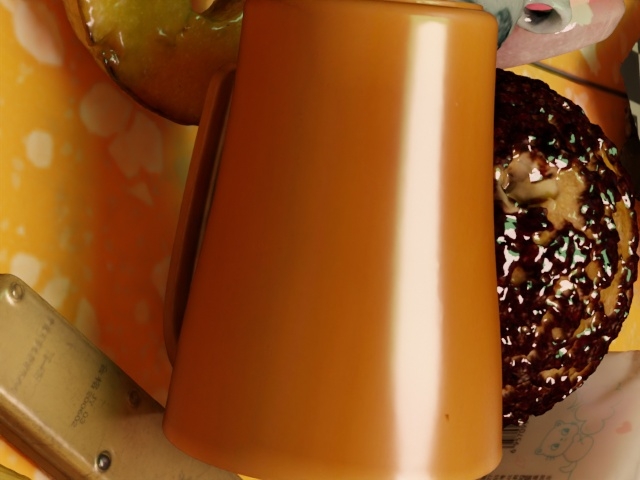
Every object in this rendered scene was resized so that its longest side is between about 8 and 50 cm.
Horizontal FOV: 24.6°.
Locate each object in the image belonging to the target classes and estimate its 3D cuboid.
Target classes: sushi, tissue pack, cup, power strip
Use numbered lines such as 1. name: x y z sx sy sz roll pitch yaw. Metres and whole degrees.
1. sushi: 0.318 -0.098 1.375 0.219 0.047 0.231 -48 125 -49
2. tissue pack: 0.142 0.202 0.979 0.124 0.201 0.271 59 45 -31
3. cup: 0.000 0.000 0.788 0.182 0.226 0.263 -3 101 -45
4. power strip: -0.105 0.122 0.809 0.305 0.044 0.064 48 49 -33

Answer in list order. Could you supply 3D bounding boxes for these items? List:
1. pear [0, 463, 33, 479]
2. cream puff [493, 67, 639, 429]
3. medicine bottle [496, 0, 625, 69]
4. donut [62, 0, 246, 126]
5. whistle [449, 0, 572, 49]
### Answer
1. pear: -0.168 0.209 0.556 0.271 0.271 0.271 12 74 -50
2. cream puff: 0.117 0.005 0.953 0.239 0.165 0.239 -174 -90 -85
3. medicine bottle: 0.135 -0.258 1.097 0.147 0.147 0.247 -29 107 -50
4. donut: -0.076 -0.155 0.840 0.162 0.065 0.178 -52 132 -9
5. whistle: 0.033 -0.192 0.981 0.290 0.163 0.163 16 66 -8
